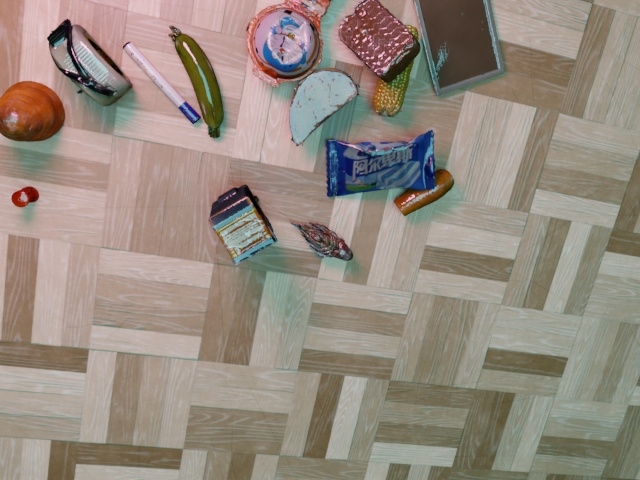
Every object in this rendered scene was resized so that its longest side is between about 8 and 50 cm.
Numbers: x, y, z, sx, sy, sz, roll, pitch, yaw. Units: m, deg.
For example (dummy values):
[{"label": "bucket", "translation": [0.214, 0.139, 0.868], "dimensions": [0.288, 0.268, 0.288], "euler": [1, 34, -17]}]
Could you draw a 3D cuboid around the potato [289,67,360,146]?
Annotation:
[{"label": "potato", "translation": [-0.016, -0.398, 1.519], "dimensions": [0.243, 0.098, 0.138], "euler": [-39, 105, 9]}]

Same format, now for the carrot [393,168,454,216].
[{"label": "carrot", "translation": [0.325, -0.148, 1.656], "dimensions": [0.193, 0.087, 0.087], "euler": [-34, 108, -2]}]

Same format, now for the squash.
[{"label": "squash", "translation": [-0.326, -0.440, 1.466], "dimensions": [0.071, 0.080, 0.318], "euler": [-36, 115, -39]}]

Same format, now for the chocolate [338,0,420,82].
[{"label": "chocolate", "translation": [0.161, -0.552, 1.468], "dimensions": [0.148, 0.093, 0.214], "euler": [-43, 70, 14]}]

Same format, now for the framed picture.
[{"label": "framed picture", "translation": [0.412, -0.609, 1.577], "dimensions": [0.232, 0.019, 0.296], "euler": [-19, 107, -5]}]

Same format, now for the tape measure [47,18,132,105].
[{"label": "tape measure", "translation": [-0.604, -0.451, 1.345], "dimensions": [0.115, 0.207, 0.235], "euler": [-40, 111, 5]}]

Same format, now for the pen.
[{"label": "pen", "translation": [-0.435, -0.434, 1.467], "dimensions": [0.033, 0.033, 0.269], "euler": [-41, 108, 3]}]

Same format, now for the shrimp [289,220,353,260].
[{"label": "shrimp", "translation": [0.000, 0.000, 1.645], "dimensions": [0.233, 0.079, 0.090], "euler": [29, 94, -11]}]

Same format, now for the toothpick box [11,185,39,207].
[{"label": "toothpick box", "translation": [-0.812, -0.120, 1.460], "dimensions": [0.047, 0.083, 0.047], "euler": [-3, 104, -10]}]

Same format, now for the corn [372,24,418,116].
[{"label": "corn", "translation": [0.219, -0.489, 1.540], "dimensions": [0.091, 0.091, 0.260], "euler": [12, 99, -30]}]

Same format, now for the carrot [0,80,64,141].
[{"label": "carrot", "translation": [-0.761, -0.315, 1.347], "dimensions": [0.159, 0.225, 0.159], "euler": [-4, 111, -9]}]

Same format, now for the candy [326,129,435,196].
[{"label": "candy", "translation": [0.179, -0.229, 1.600], "dimensions": [0.331, 0.077, 0.187], "euler": [-2, 108, 7]}]

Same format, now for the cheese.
[{"label": "cheese", "translation": [-0.072, -0.575, 1.438], "dimensions": [0.217, 0.129, 0.329], "euler": [32, 92, -10]}]

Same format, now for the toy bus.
[{"label": "toy bus", "translation": [-0.221, -0.053, 1.487], "dimensions": [0.138, 0.275, 0.167], "euler": [-31, 105, -1]}]
